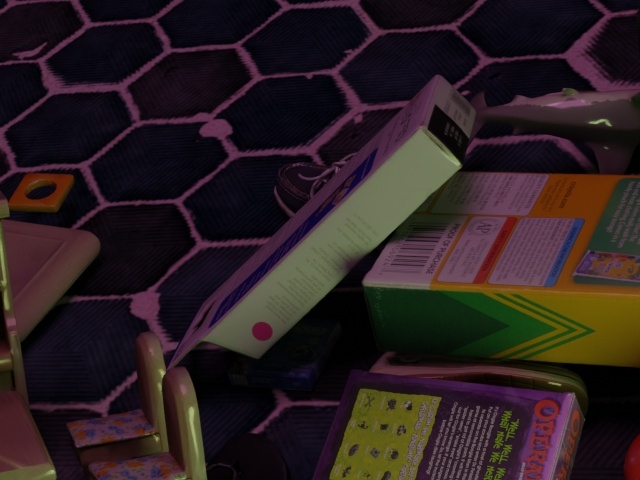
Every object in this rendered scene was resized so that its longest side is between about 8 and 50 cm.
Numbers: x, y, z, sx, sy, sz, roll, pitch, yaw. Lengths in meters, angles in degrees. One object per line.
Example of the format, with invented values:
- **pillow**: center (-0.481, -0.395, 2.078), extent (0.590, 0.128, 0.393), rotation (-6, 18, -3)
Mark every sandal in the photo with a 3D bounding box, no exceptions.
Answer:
- **sandal**: center (-0.106, 0.260, 1.525), extent (0.097, 0.054, 0.254), rotation (8, 42, 30)

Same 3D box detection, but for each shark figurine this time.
- **shark figurine**: center (0.277, -0.111, 1.858), extent (0.278, 0.116, 0.166), rotation (-2, 3, 5)

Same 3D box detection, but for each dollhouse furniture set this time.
- **dollhouse furniture set**: center (-0.322, 0.121, 1.502), extent (0.362, 0.257, 0.394), rotation (-10, 13, -15)

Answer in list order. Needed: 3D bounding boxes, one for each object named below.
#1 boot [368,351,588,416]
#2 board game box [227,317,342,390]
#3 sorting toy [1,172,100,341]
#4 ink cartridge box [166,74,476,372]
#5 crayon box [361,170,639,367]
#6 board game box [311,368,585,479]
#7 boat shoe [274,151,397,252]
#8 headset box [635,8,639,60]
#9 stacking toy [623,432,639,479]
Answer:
- **boot**: center (0.157, 0.104, 1.625), extent (0.213, 0.077, 0.165), rotation (1, 35, 20)
- **board game box**: center (-0.035, 0.112, 1.731), extent (0.090, 0.020, 0.090), rotation (2, 38, 24)
- **sorting toy**: center (-0.367, 0.045, 1.929), extent (0.196, 0.047, 0.348), rotation (11, 43, 26)
- **ink cartridge box**: center (0.000, 0.000, 1.695), extent (0.371, 0.069, 0.176), rotation (-42, 10, 21)
- **crayon box**: center (0.226, 0.022, 1.578), extent (0.322, 0.083, 0.203), rotation (2, 33, 25)
- **board game box**: center (0.071, 0.268, 1.381), extent (0.208, 0.056, 0.347), rotation (2, 54, 30)
- **boat shoe**: center (0.039, -0.046, 1.868), extent (0.095, 0.079, 0.254), rotation (-35, 39, -24)
- **headset box**: center (0.531, -0.239, 1.910), extent (0.293, 0.110, 0.218), rotation (12, 40, 33)
- **stacking toy**: center (0.364, 0.116, 1.501), extent (0.141, 0.141, 0.330), rotation (13, 51, 34)
